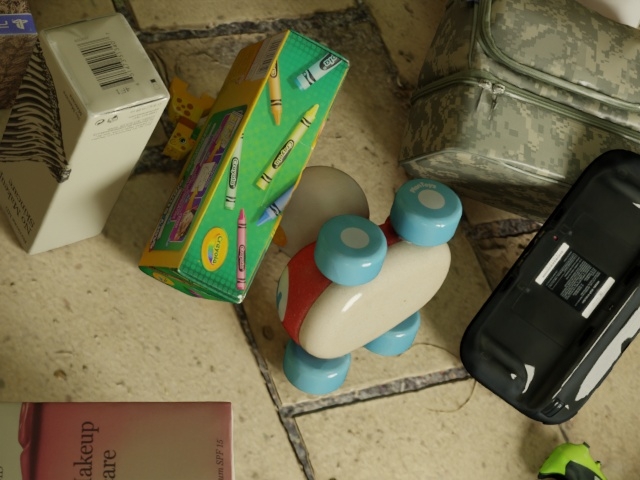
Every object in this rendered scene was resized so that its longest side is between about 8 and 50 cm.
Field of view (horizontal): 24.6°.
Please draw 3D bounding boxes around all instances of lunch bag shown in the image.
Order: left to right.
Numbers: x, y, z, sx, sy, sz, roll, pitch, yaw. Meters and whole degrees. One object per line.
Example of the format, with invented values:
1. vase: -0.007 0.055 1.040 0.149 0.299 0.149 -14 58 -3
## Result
1. lunch bag: 0.266 -0.173 1.778 0.305 0.212 0.256 18 78 -14

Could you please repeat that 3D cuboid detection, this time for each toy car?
1. toy car: 0.000 0.000 1.610 0.210 0.219 0.238 -26 57 -34

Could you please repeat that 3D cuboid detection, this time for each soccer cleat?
1. soccer cleat: 0.318 0.307 1.652 0.072 0.060 0.179 -38 78 -21

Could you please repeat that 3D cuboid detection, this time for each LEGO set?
1. LEGO set: -0.138 -0.108 1.673 0.227 0.087 0.093 27 52 -6

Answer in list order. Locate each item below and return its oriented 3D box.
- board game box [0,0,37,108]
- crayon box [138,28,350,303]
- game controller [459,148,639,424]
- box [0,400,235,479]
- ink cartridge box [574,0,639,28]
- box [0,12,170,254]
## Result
1. board game box: -0.467 -0.292 1.597 0.232 0.141 0.291 -8 64 -29
2. crayon box: -0.084 -0.076 1.555 0.081 0.165 0.278 27 81 -19
3. game controller: 0.302 0.054 1.680 0.166 0.067 0.319 36 93 -4
4. box: -0.197 0.239 1.364 0.232 0.127 0.148 0 57 -7
5. ink cartridge box: 0.297 -0.345 1.951 0.296 0.066 0.261 19 15 -14
6. box: -0.252 -0.103 1.495 0.094 0.275 0.113 -20 70 -33
